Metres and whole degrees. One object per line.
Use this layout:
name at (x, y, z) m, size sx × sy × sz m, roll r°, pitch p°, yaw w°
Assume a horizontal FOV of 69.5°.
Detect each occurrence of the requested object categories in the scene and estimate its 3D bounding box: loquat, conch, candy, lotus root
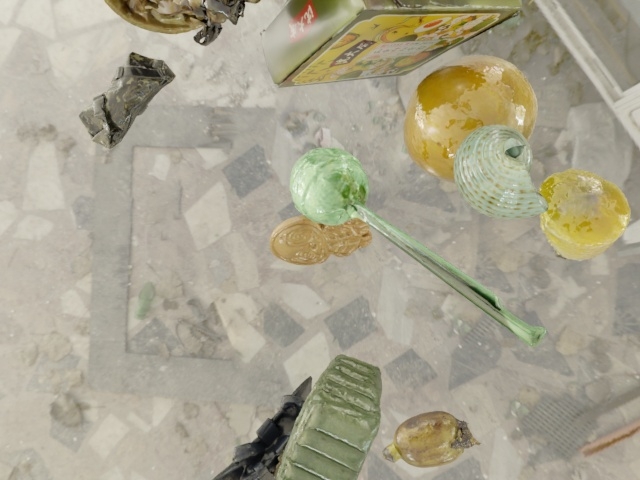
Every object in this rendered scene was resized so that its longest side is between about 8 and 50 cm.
loquat at (0.377, -0.281, 1.139) m, size 0.328 × 0.328 × 0.359 m, roll -32°, pitch 49°, yaw 4°
conch at (0.293, -0.111, 0.781) m, size 0.131 × 0.200 × 0.172 m, roll -18°, pitch 86°, yaw 31°
candy at (0.096, -0.005, 0.608) m, size 0.119 × 0.119 × 0.440 m, roll -50°, pitch 48°, yaw 3°
lotus root at (0.346, 0.644, 1.494) m, size 0.314 × 0.141 × 0.169 m, roll -17°, pitch 108°, yaw 10°

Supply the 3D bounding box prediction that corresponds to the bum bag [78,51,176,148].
bum bag at (-0.449, -0.326, 1.057) m, size 0.102 × 0.069 × 0.248 m, roll 41°, pitch 87°, yaw 4°

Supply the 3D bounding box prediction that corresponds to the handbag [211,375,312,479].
handbag at (-0.084, 0.501, 1.057) m, size 0.122 × 0.329 × 0.303 m, roll 32°, pitch 57°, yaw 27°

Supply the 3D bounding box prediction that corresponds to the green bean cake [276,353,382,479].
green bean cake at (0.022, 0.326, 0.782) m, size 0.125 × 0.227 × 0.222 m, roll 21°, pitch 101°, yaw 11°

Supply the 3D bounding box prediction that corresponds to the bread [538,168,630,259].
bread at (0.600, -0.058, 1.076) m, size 0.197 × 0.170 × 0.197 m, roll -6°, pitch 63°, yaw 12°

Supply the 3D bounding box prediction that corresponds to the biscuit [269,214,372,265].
biscuit at (0.000, 0.001, 1.292) m, size 0.289 × 0.202 × 0.044 m, roll -5°, pitch 51°, yaw 5°

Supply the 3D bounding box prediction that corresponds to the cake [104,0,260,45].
cake at (-0.249, -0.508, 0.838) m, size 0.332 × 0.332 × 0.321 m, roll -39°, pitch 68°, yaw 4°

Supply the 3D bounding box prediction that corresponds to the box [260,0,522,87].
box at (0.138, -0.467, 0.981) m, size 0.420 × 0.373 × 0.138 m, roll -17°, pitch 96°, yaw -29°
